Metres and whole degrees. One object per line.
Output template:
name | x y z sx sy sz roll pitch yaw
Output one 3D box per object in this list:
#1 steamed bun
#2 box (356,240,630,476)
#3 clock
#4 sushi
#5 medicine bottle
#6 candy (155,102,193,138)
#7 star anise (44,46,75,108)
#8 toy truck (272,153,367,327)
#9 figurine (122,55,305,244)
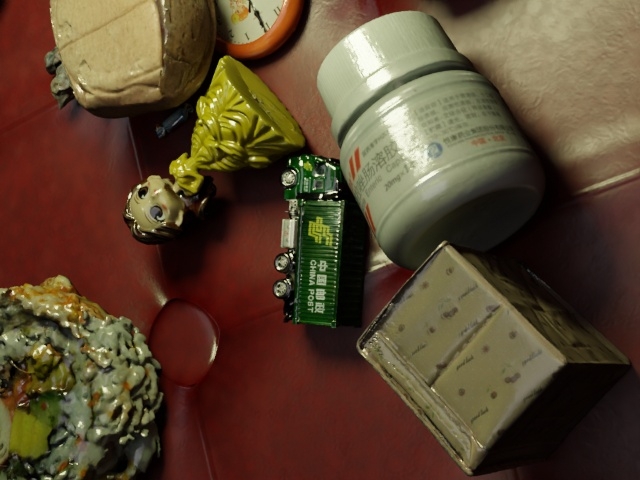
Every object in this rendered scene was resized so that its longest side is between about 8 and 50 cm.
steamed bun | -0.281 -0.347 1.847 0.252 0.199 0.301 -10 88 31
box | 0.231 0.151 1.493 0.225 0.297 0.190 46 105 25
clock | -0.116 -0.394 1.873 0.205 0.051 0.205 -1 88 30
sushi | -0.455 0.274 1.940 0.418 0.176 0.417 -3 84 30
medicine bottle | 0.143 -0.139 1.594 0.245 0.245 0.306 -37 63 22
candy | -0.248 -0.205 1.952 0.083 0.020 0.030 -38 70 21
star anise | -0.393 -0.322 2.012 0.262 0.081 0.230 38 94 29
toy truck | 0.000 0.000 1.756 0.121 0.088 0.259 2 88 31
figurine | -0.195 -0.113 1.827 0.187 0.168 0.315 45 108 -4
